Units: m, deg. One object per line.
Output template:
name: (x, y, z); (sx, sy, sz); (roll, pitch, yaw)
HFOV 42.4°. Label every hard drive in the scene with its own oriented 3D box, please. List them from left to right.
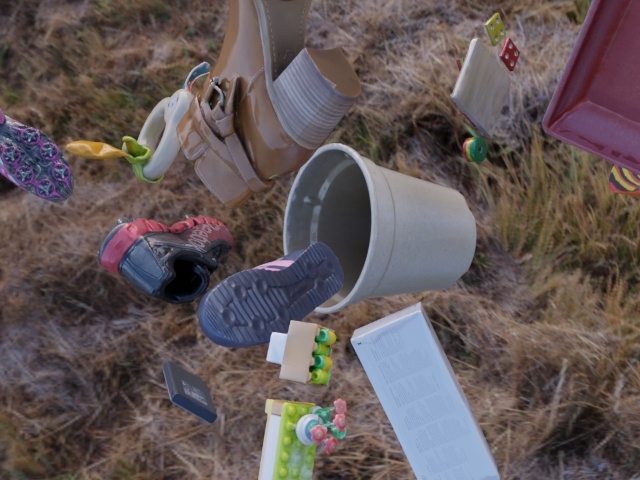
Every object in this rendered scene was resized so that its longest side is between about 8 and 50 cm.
hard drive: (-0.243, 0.279, 1.529); (0.022, 0.094, 0.135); (-53, 24, 4)

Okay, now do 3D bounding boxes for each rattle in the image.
rattle: (-0.248, -0.191, 1.178); (0.199, 0.143, 0.130); (-54, 18, 25)

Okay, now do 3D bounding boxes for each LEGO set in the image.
LEGO set: (-0.034, 0.193, 0.590); (0.107, 0.132, 0.287); (-3, 41, 53)

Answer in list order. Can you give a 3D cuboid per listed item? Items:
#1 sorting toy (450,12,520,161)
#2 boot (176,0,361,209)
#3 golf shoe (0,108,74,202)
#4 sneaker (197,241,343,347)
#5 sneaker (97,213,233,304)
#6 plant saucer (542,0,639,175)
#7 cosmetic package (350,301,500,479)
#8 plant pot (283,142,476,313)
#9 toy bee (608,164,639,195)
sorting toy: (0.291, -0.289, 1.535); (0.046, 0.132, 0.274); (3, 65, 45)
boot: (-0.088, -0.195, 0.922); (0.220, 0.109, 0.283); (-40, 73, 37)
golf shoe: (-0.377, -0.112, 1.020); (0.186, 0.086, 0.067); (41, 73, 0)
sneaker: (-0.090, 0.096, 1.222); (0.131, 0.319, 0.112); (-28, 85, 34)
sneaker: (-0.197, 0.031, 1.211); (0.135, 0.276, 0.097); (39, 107, 18)
plant saucer: (0.317, -0.115, 0.601); (0.258, 0.259, 0.048); (27, 66, 13)
cosmetic package: (0.134, 0.208, 1.057); (0.099, 0.060, 0.239); (-24, 95, 9)
plant pot: (0.136, -0.015, 1.691); (0.334, 0.305, 0.334); (-9, 79, 57)
toy bee: (0.575, -0.116, 1.258); (0.298, 0.195, 0.162); (27, 107, 48)
